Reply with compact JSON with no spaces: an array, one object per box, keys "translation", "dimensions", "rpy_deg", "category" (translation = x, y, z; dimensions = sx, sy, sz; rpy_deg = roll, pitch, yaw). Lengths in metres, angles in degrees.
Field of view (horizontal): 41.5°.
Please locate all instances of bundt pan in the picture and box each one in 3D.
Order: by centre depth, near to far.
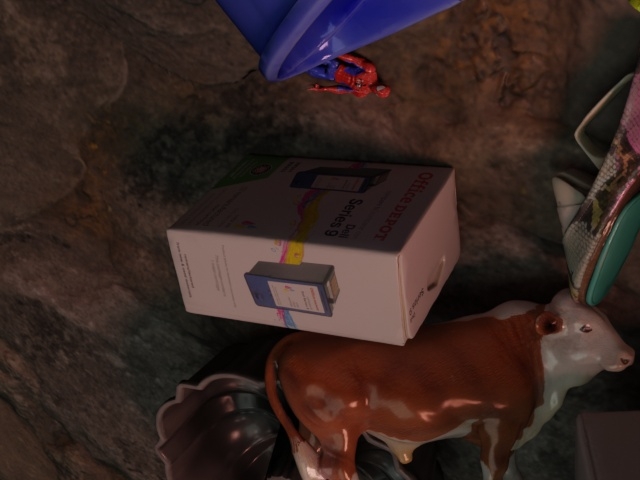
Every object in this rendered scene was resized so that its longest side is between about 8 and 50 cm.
[{"translation":[-0.011,0.236,0.932],"dimensions":[0.330,0.124,0.331],"rpy_deg":[14,127,19],"category":"bundt pan"}]

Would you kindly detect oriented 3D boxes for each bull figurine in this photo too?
[{"translation":[0.109,0.142,0.729],"dimensions":[0.310,0.101,0.189],"rpy_deg":[-4,89,7],"category":"bull figurine"}]

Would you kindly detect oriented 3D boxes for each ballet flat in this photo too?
[{"translation":[0.225,-0.054,0.644],"dimensions":[0.079,0.077,0.222],"rpy_deg":[35,129,26],"category":"ballet flat"}]

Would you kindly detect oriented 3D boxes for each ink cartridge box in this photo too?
[{"translation":[0.000,0.000,0.737],"dimensions":[0.212,0.154,0.093],"rpy_deg":[8,124,24],"category":"ink cartridge box"}]

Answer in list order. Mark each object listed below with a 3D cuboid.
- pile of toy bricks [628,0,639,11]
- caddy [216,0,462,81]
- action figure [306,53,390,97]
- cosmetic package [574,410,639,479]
[{"translation":[0.236,-0.179,0.518],"dimensions":[0.212,0.105,0.118],"rpy_deg":[34,131,2],"category":"pile of toy bricks"},{"translation":[0.061,-0.232,0.487],"dimensions":[0.179,0.241,0.341],"rpy_deg":[49,131,-2],"category":"caddy"},{"translation":[0.006,-0.146,0.716],"dimensions":[0.115,0.030,0.038],"rpy_deg":[23,125,10],"category":"action figure"},{"translation":[0.398,0.337,0.586],"dimensions":[0.393,0.327,0.330],"rpy_deg":[-4,122,8],"category":"cosmetic package"}]
